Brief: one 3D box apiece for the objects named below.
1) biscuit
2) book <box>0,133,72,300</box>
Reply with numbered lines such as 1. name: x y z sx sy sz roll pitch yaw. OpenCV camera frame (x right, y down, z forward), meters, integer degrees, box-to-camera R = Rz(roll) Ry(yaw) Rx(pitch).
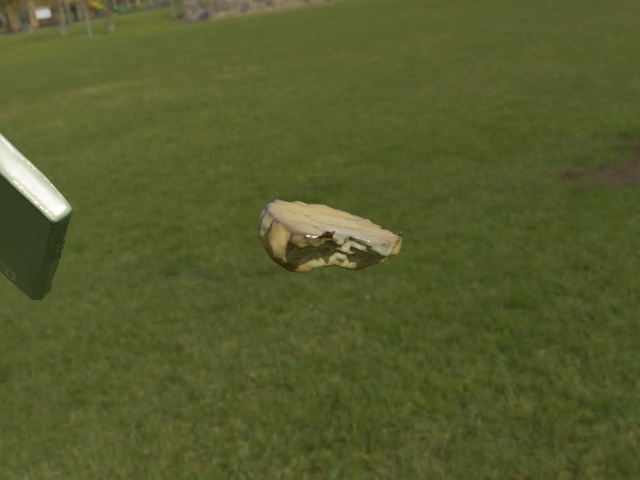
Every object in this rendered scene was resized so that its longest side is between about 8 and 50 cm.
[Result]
1. biscuit: 0.000 0.000 1.071 0.118 0.061 0.183 28 17 37
2. book: -0.349 -0.067 0.979 0.031 0.264 0.379 -47 5 -22
